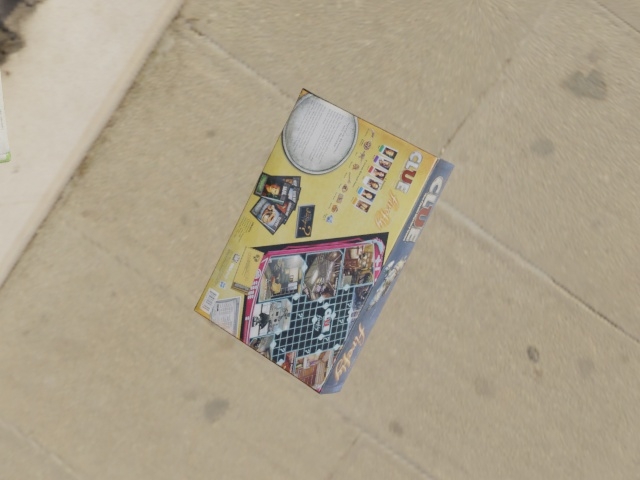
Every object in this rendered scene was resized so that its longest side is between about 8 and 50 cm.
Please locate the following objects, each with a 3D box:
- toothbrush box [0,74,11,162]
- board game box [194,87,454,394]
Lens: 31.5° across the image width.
[{"bbox_3d":[-0.431,-0.162,1.030,0.283,0.122,0.206,2,100,34],"label":"toothbrush box"},{"bbox_3d":[0.000,0.000,1.077,0.165,0.042,0.243,31,98,28],"label":"board game box"}]
